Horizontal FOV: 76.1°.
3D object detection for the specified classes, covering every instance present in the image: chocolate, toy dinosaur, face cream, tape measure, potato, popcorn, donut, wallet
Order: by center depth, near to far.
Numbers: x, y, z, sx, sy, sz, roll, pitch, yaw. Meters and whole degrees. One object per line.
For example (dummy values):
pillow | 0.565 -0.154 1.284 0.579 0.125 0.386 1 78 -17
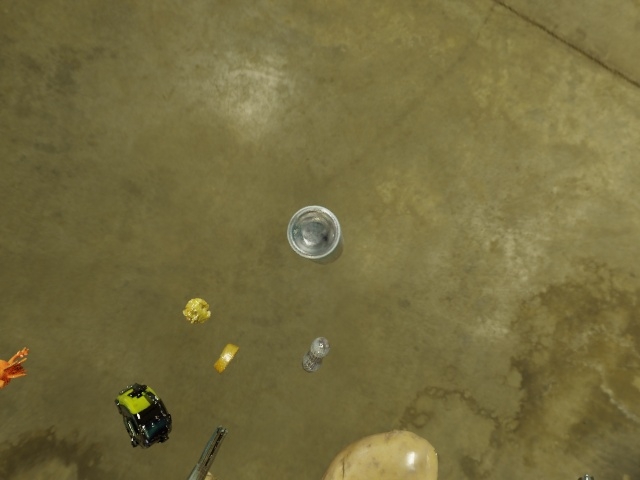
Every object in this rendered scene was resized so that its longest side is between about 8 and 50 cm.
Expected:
potato | 0.081 0.387 0.632 0.161 0.128 0.234 21 99 22
face cream | 0.000 0.000 0.659 0.075 0.229 0.075 0 85 4
toy dinosaur | -0.663 0.274 0.824 0.117 0.288 0.070 -17 95 8
wallet | -0.328 0.634 1.016 0.044 0.317 0.169 24 114 1
tape measure | -0.539 0.533 1.244 0.112 0.186 0.199 -28 94 -43
popcorn | -0.396 0.223 1.284 0.084 0.084 0.084 1 84 -13
donut | -0.314 0.389 1.367 0.043 0.108 0.097 35 111 -5
chocolate | -0.017 0.406 1.444 0.072 0.072 0.167 20 121 -10

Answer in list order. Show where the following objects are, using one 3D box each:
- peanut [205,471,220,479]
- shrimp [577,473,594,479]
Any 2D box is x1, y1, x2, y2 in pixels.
peanut | -0.372 0.952 1.403 0.159 0.143 0.291 1 79 -20
shrimp | 0.304 0.398 0.548 0.254 0.059 0.145 -41 136 -20
